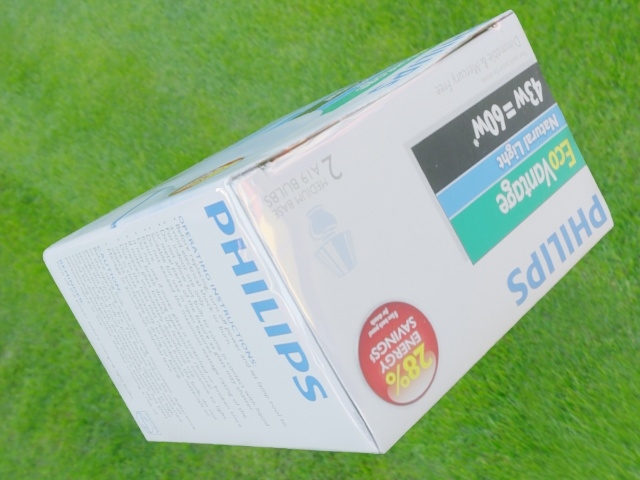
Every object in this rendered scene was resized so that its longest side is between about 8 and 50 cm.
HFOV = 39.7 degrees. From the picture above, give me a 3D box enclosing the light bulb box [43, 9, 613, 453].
[{"bbox_3d":[0.000,0.000,0.820,0.358,0.225,0.361,-36,13,-36],"label":"light bulb box"}]
